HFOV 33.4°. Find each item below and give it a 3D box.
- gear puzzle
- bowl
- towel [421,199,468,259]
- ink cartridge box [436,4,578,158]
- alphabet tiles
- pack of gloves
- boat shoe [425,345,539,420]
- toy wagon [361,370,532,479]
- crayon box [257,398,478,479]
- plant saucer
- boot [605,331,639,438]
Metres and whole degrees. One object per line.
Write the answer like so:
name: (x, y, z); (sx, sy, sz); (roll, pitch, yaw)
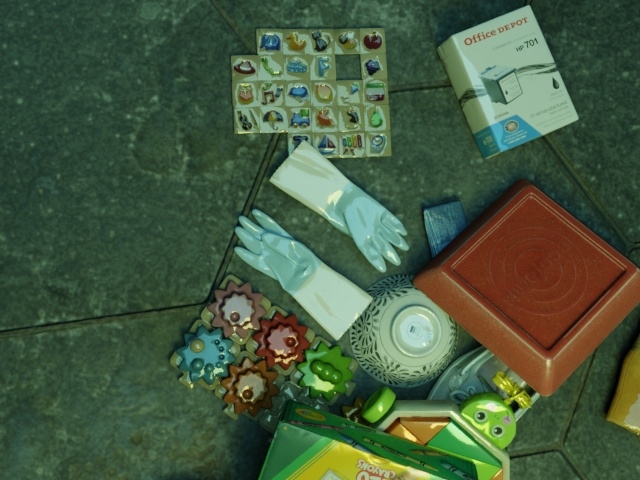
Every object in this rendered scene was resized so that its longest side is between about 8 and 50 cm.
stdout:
gear puzzle: (-0.042, 0.208, 1.544); (0.339, 0.044, 0.175); (35, 81, -5)
bowl: (0.132, 0.133, 1.562); (0.170, 0.080, 0.170); (1, 86, -9)
towel: (0.196, 0.001, 1.608); (0.067, 0.029, 0.119); (-14, 88, -11)
ink cartridge box: (0.282, -0.238, 1.614); (0.140, 0.082, 0.190); (-24, 91, -10)
alphabet tiles: (-0.014, -0.220, 1.600); (0.237, 0.009, 0.198); (-2, 86, -9)
pack of gloves: (0.000, 0.000, 1.579); (0.232, 0.046, 0.195); (40, 86, 2)
boat shoe: (0.274, 0.201, 1.568); (0.320, 0.103, 0.118); (-39, 92, -10)
toy wagon: (0.157, 0.324, 1.503); (0.267, 0.068, 0.344); (42, 105, -7)
crayon box: (0.054, 0.343, 1.440); (0.279, 0.081, 0.165); (19, 106, 0)
plant saucer: (0.312, 0.051, 1.539); (0.258, 0.047, 0.259); (-41, 70, -20)
boot: (0.594, 0.242, 1.629); (0.295, 0.104, 0.211); (20, 88, -2)
